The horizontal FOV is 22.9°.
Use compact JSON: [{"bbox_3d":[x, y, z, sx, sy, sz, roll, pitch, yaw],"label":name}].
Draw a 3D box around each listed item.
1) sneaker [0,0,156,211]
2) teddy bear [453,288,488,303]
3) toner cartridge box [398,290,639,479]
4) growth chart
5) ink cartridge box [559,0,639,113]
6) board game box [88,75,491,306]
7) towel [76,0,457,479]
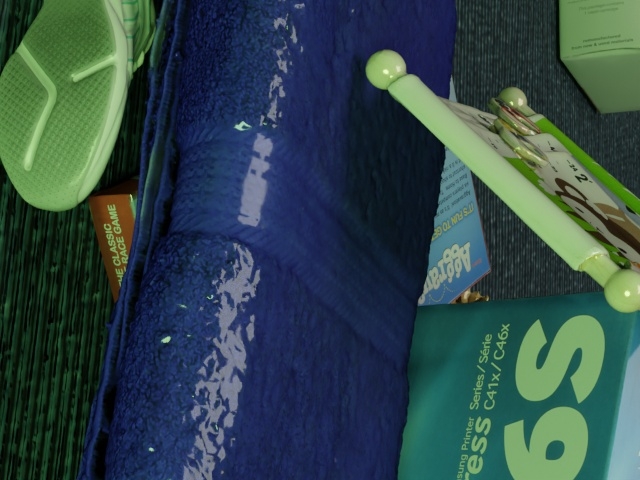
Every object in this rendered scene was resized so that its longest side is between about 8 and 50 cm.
[{"bbox_3d":[-0.088,-0.078,0.622,0.061,0.054,0.152,48,41,-59],"label":"sneaker"},{"bbox_3d":[0.126,0.174,1.033,0.338,0.113,0.245,30,50,-54],"label":"teddy bear"},{"bbox_3d":[0.075,0.199,0.709,0.075,0.165,0.347,25,69,-33],"label":"toner cartridge box"},{"bbox_3d":[0.109,-0.020,0.691,0.172,0.021,0.237,43,15,18],"label":"growth chart"},{"bbox_3d":[0.288,-0.250,1.508,0.158,0.092,0.217,34,55,-61],"label":"ink cartridge box"},{"bbox_3d":[0.000,0.000,0.774,0.281,0.027,0.145,-34,115,-52],"label":"board game box"},{"bbox_3d":[-0.016,-0.007,0.660,0.227,0.076,0.308,46,50,-63],"label":"towel"}]
